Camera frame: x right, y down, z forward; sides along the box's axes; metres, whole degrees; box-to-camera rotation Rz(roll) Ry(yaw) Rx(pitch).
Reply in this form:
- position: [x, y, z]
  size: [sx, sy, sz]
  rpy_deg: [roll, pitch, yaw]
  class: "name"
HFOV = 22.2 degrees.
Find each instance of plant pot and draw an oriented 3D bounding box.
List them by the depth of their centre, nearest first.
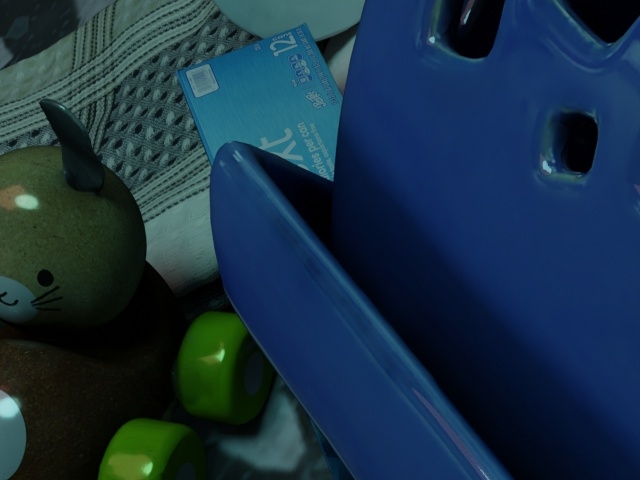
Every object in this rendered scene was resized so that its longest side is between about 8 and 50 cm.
- position: [0.127, 0.010, 0.422]
  size: [0.212, 0.236, 0.236]
  rpy_deg: [-50, 50, 13]
  class: "plant pot"

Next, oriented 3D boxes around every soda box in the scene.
- position: [0.000, 0.000, 0.702]
  size: [0.067, 0.071, 0.210]
  rpy_deg: [-21, 45, -2]
  class: "soda box"

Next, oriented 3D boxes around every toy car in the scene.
- position: [-0.125, 0.018, 0.707]
  size: [0.155, 0.188, 0.149]
  rpy_deg: [7, 39, 23]
  class: "toy car"

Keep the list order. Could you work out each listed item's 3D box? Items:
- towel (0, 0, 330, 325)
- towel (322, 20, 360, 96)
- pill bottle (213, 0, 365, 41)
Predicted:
- position: [-0.127, -0.050, 0.946]
  size: [0.324, 0.056, 0.312]
  rpy_deg: [-27, 40, 30]
  class: "towel"
- position: [0.157, -0.095, 0.674]
  size: [0.317, 0.053, 0.332]
  rpy_deg: [-42, 34, 12]
  class: "towel"
- position: [-0.036, -0.193, 0.852]
  size: [0.121, 0.121, 0.221]
  rpy_deg: [-43, 33, 10]
  class: "pill bottle"
